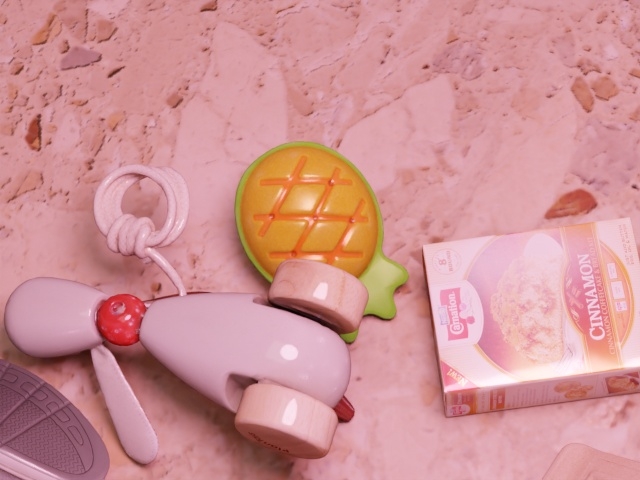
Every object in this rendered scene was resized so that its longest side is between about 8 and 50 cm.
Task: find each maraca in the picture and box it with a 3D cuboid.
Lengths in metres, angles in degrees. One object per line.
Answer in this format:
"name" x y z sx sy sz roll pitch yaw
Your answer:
"maraca" 0.000 0.000 1.593 0.127 0.099 0.185 -30 91 -3

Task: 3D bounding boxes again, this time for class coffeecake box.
"coffeecake box" 0.189 0.067 1.557 0.185 0.068 0.142 -8 64 1

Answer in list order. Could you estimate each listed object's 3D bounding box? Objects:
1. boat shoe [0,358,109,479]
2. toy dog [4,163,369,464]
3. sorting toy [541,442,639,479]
"boat shoe" -0.331 0.158 1.543 0.320 0.103 0.118 21 27 11
"toy dog" -0.094 0.097 1.545 0.334 0.161 0.220 29 74 32
"sorting toy" 0.237 0.268 1.436 0.208 0.038 0.193 15 62 47
